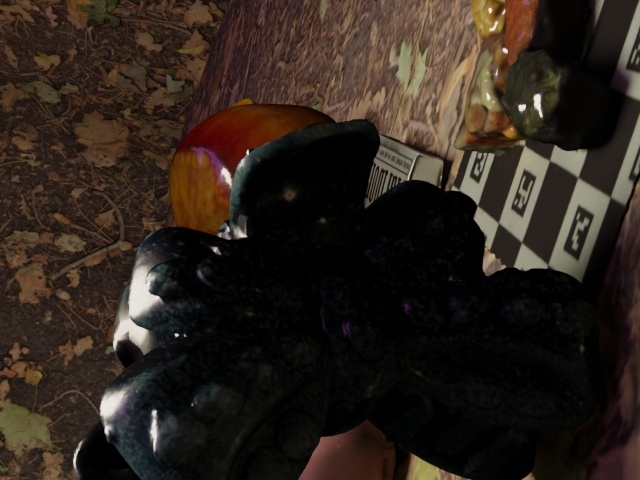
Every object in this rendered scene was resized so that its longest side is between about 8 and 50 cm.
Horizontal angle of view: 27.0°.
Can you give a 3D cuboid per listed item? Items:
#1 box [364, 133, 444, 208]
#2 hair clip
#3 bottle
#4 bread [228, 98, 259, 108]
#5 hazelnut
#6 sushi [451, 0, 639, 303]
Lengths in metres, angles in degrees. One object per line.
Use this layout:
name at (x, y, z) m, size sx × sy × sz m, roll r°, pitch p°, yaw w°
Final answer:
box at (0.071, -0.035, 1.269) m, size 0.177 × 0.036 × 0.115 m, roll -132°, pitch 54°, yaw -76°
hair clip at (0.003, 0.059, 0.786) m, size 0.206 × 0.310 × 0.194 m, roll 66°, pitch 150°, yaw 24°
bottle at (0.002, 0.159, 1.180) m, size 0.233 × 0.110 × 0.110 m, roll -116°, pitch 42°, yaw -73°
bread at (-0.111, -0.021, 1.821) m, size 0.195 × 0.149 × 0.344 m, roll 120°, pitch 161°, yaw -53°
hazelnut at (-0.060, -0.048, 1.530) m, size 0.217 × 0.217 × 0.251 m, roll -88°, pitch -6°, yaw -47°
sushi at (0.156, -0.150, 0.954) m, size 0.359 × 0.064 × 0.343 m, roll -122°, pitch 48°, yaw -73°
